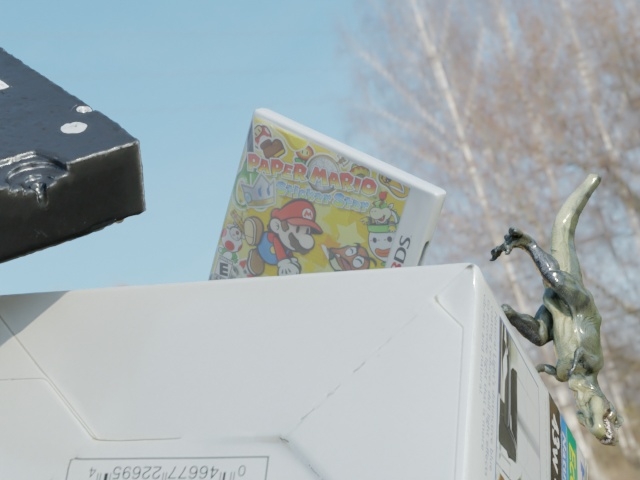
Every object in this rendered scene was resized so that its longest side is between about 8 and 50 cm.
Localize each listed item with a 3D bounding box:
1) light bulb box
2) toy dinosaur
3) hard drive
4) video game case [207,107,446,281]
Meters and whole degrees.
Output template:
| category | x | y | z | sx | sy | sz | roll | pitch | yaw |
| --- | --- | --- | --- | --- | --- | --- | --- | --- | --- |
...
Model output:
| category | x | y | z | sx | sy | sz | roll | pitch | yaw |
| --- | --- | --- | --- | --- | --- | --- | --- | --- | --- |
| light bulb box | -0.018 | 0.199 | 0.962 | 0.358 | 0.225 | 0.361 | -4 | -30 | 21 |
| toy dinosaur | 0.198 | 0.050 | 1.183 | 0.118 | 0.268 | 0.064 | 15 | -30 | -24 |
| hard drive | -0.304 | -0.068 | 0.945 | 0.237 | 0.064 | 0.339 | -21 | 35 | -31 |
| video game case | 0.000 | 0.000 | 1.411 | 0.227 | 0.206 | 0.026 | 27 | 23 | 25 |
